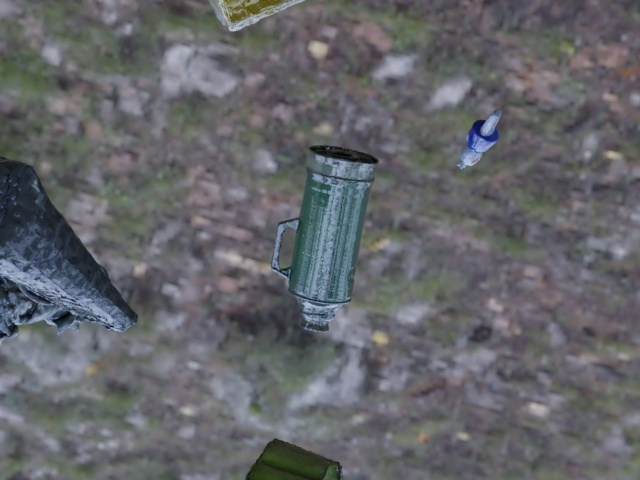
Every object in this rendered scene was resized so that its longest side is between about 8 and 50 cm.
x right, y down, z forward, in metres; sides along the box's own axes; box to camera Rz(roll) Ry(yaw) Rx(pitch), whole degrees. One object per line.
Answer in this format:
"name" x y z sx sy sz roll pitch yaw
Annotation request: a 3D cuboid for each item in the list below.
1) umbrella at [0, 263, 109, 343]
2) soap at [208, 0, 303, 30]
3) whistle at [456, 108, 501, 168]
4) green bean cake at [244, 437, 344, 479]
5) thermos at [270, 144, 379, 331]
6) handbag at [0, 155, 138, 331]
"umbrella" -0.409 0.070 2.134 0.094 0.143 0.349 5 -174 17
"soap" -0.040 -0.399 1.629 0.259 0.281 0.143 57 166 20
"whistle" 0.159 -0.101 1.456 0.029 0.033 0.083 43 142 11
"green bean cake" -0.049 0.380 1.842 0.113 0.214 0.200 13 132 18
"thermos" 0.005 0.001 1.514 0.083 0.187 0.073 1 -165 -33
"handbag" -0.277 -0.010 1.226 0.270 0.088 0.175 24 161 37
